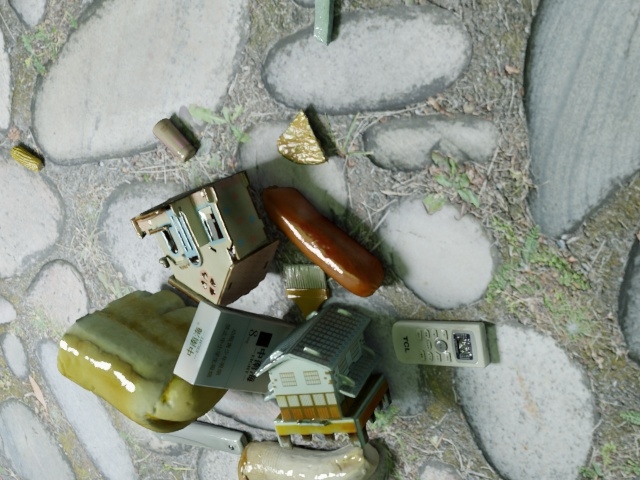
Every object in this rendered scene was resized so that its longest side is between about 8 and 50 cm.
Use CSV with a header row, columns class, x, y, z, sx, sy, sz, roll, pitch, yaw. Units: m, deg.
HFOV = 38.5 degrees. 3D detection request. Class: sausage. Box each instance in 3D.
class,x,y,z,sx,sy,sz,roll,pitch,yaw
sausage,0.000,0.000,1.761,0.300,0.089,0.083,41,130,14

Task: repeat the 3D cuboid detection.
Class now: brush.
class,x,y,z,sx,sy,sz,roll,pitch,yaw
brush,-0.014,0.176,1.878,0.103,0.013,0.272,0,107,33

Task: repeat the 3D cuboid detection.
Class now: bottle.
class,x,y,z,sx,sy,sz,roll,pitch,yaw
bottle,-0.304,-0.208,1.908,0.096,0.045,0.045,46,125,10

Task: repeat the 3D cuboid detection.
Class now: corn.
class,x,y,z,sx,sy,sz,roll,pitch,yaw
corn,-0.696,-0.193,2.169,0.092,0.037,0.037,28,120,19

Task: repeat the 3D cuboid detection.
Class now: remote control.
class,x,y,z,sx,sy,sz,roll,pitch,yaw
remote control,0.223,0.193,1.722,0.190,0.029,0.087,0,106,33

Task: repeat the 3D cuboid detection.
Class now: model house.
class,x,y,z,sx,sy,sz,roll,pitch,yaw
model house,-0.231,0.018,1.831,0.326,0.169,0.244,-13,106,51
model house,0.006,0.264,1.761,0.198,0.224,0.215,-9,106,27

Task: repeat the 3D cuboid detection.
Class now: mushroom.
class,x,y,z,sx,sy,sz,roll,pitch,yaw
mushroom,-0.031,0.484,1.950,0.351,0.095,0.122,-10,83,33

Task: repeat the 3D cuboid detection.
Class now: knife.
class,x,y,z,sx,sy,sz,roll,pitch,yaw
knife,-0.281,0.456,2.132,0.266,0.040,0.073,1,118,32

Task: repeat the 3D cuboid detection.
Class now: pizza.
class,x,y,z,sx,sy,sz,roll,pitch,yaw
pizza,-0.030,-0.198,1.749,0.123,0.026,0.108,17,112,30

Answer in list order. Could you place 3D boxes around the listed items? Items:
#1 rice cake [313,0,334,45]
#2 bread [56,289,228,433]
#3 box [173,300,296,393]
class,x,y,z,sx,sy,sz,roll,pitch,yaw
rice cake,0.007,-0.435,1.641,0.033,0.029,0.170,12,114,22
bread,-0.341,0.271,1.950,0.341,0.300,0.210,23,123,21
box,-0.161,0.217,1.815,0.067,0.243,0.155,24,92,40
